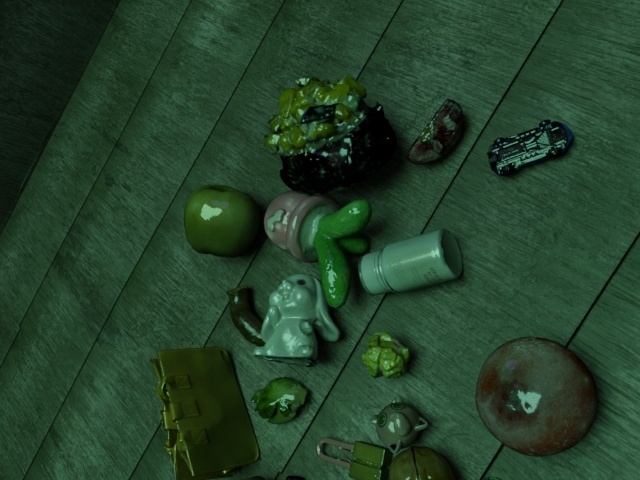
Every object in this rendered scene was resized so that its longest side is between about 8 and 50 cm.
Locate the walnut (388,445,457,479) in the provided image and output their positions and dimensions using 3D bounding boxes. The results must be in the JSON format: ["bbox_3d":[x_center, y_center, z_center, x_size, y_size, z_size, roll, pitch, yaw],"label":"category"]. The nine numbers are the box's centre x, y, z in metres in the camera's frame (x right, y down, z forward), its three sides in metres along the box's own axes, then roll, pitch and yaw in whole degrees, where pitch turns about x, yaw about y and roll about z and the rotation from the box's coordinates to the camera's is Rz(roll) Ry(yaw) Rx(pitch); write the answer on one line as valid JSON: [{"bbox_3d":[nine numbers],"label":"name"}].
[{"bbox_3d":[0.258,0.613,1.612,0.167,0.167,0.207,-29,64,26],"label":"walnut"}]

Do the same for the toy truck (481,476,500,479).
[{"bbox_3d":[0.398,0.651,1.556,0.078,0.080,0.154,-38,56,46],"label":"toy truck"}]

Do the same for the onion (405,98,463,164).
[{"bbox_3d":[0.336,-0.296,1.839,0.098,0.151,0.205,36,114,2],"label":"onion"}]

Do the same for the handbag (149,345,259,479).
[{"bbox_3d":[-0.372,0.528,2.001,0.133,0.283,0.400,-35,62,27],"label":"handbag"}]

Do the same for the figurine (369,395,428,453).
[{"bbox_3d":[0.203,0.482,1.703,0.125,0.125,0.138,-63,28,5],"label":"figurine"}]

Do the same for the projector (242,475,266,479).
[{"bbox_3d":[-0.222,0.812,1.897,0.177,0.163,0.242,-7,78,33],"label":"projector"}]

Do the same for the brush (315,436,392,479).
[{"bbox_3d":[0.084,0.602,1.807,0.234,0.047,0.103,5,81,37],"label":"brush"}]

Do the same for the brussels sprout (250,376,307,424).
[{"bbox_3d":[-0.124,0.476,1.961,0.181,0.101,0.139,-31,44,45],"label":"brussels sprout"}]

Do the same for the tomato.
[{"bbox_3d":[0.484,0.355,1.478,0.270,0.227,0.270,-8,76,35],"label":"tomato"}]

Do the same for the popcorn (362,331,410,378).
[{"bbox_3d":[0.178,0.317,1.755,0.126,0.145,0.126,25,85,43],"label":"popcorn"}]

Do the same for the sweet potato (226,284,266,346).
[{"bbox_3d":[-0.220,0.256,2.089,0.112,0.085,0.286,-49,56,9],"label":"sweet potato"}]

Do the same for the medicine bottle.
[{"bbox_3d":[0.242,0.065,1.776,0.258,0.143,0.143,-17,68,30],"label":"medicine bottle"}]

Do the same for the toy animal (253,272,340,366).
[{"bbox_3d":[-0.058,0.247,1.928,0.249,0.174,0.289,20,82,34],"label":"toy animal"}]

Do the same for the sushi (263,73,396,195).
[{"bbox_3d":[0.027,-0.321,1.881,0.328,0.285,0.329,-39,32,-18],"label":"sushi"}]

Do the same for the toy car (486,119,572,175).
[{"bbox_3d":[0.545,-0.239,1.694,0.216,0.063,0.103,-19,68,24],"label":"toy car"}]

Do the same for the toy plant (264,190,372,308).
[{"bbox_3d":[-0.006,-0.002,1.933,0.356,0.211,0.316,23,99,37],"label":"toy plant"}]

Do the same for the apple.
[{"bbox_3d":[-0.331,-0.065,2.155,0.263,0.262,0.262,-10,72,33],"label":"apple"}]

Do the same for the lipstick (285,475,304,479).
[{"bbox_3d":[-0.094,0.860,1.857,0.057,0.057,0.356,-1,78,35],"label":"lipstick"}]
